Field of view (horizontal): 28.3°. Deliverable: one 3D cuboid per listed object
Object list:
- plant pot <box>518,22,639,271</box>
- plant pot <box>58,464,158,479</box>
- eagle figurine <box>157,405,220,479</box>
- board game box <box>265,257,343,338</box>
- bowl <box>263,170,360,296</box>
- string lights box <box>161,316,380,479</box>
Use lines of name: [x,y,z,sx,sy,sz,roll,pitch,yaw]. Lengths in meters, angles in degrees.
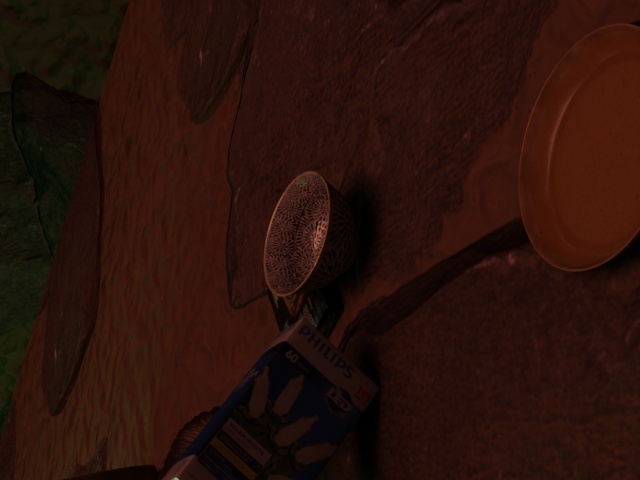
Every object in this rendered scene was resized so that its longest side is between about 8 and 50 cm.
plant pot: [0.266,-0.085,1.192,0.236,0.032,0.236,-38,47,56]
plant pot: [-0.406,0.544,2.099,0.323,0.323,0.280,-32,67,58]
eagle figurine: [-0.110,0.304,1.634,0.225,0.226,0.298,62,-148,-61]
board game box: [-0.026,0.079,1.759,0.126,0.026,0.186,-63,29,31]
bowl: [0.000,0.000,1.665,0.170,0.080,0.170,-38,44,49]
string lights box: [-0.058,0.230,1.487,0.260,0.133,0.077,-51,7,-33]
